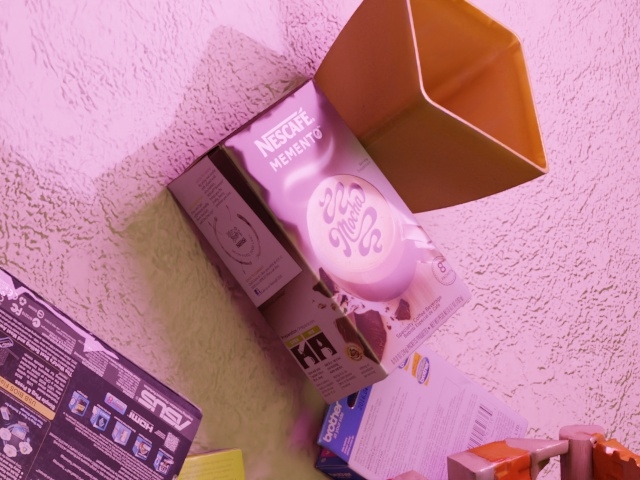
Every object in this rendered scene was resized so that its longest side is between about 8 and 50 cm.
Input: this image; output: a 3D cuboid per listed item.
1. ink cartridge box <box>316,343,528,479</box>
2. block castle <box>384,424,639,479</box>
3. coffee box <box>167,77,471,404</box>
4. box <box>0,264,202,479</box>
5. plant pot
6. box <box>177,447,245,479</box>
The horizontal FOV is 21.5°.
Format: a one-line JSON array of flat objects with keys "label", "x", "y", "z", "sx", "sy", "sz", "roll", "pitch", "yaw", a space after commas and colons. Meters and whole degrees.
[{"label": "ink cartridge box", "x": 0.108, "y": 0.224, "z": 1.948, "sx": 0.311, "sy": 0.065, "sz": 0.186, "roll": 38, "pitch": 58, "yaw": -35}, {"label": "block castle", "x": 0.211, "y": 0.378, "z": 1.796, "sx": 0.453, "sy": 0.303, "sz": 0.213, "roll": -15, "pitch": 110, "yaw": -31}, {"label": "coffee box", "x": 0.000, "y": 0.000, "z": 1.807, "sx": 0.297, "sy": 0.119, "sz": 0.168, "roll": 53, "pitch": 50, "yaw": -4}, {"label": "box", "x": -0.318, "y": 0.196, "z": 1.527, "sx": 0.395, "sy": 0.097, "sz": 0.318, "roll": 39, "pitch": 55, "yaw": -31}, {"label": "plant pot", "x": 0.107, "y": -0.152, "z": 1.913, "sx": 0.212, "sy": 0.187, "sz": 0.212, "roll": 27, "pitch": 43, "yaw": -37}, {"label": "box", "x": -0.120, "y": 0.308, "z": 1.727, "sx": 0.109, "sy": 0.042, "sz": 0.178, "roll": -5, "pitch": 85, "yaw": -43}]
